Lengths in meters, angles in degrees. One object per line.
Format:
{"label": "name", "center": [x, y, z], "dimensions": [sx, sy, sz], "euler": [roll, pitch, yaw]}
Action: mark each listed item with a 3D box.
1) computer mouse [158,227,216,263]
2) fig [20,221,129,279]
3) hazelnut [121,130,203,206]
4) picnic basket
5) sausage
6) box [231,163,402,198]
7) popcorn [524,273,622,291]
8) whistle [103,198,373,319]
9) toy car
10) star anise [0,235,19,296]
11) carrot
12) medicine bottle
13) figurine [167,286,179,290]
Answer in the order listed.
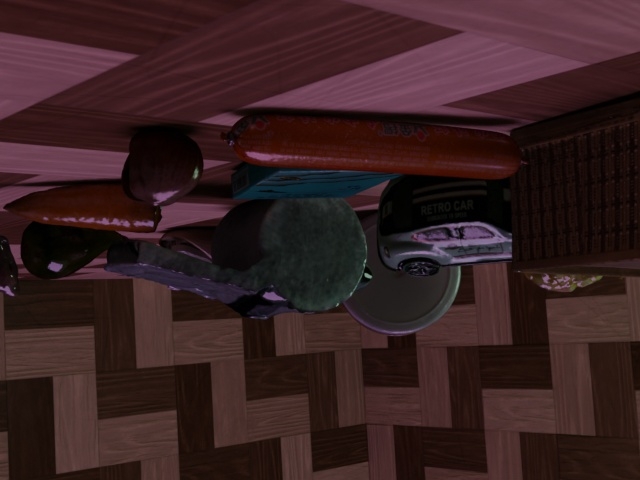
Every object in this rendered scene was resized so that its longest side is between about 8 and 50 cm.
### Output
{"label": "computer mouse", "center": [-0.217, 0.019, 1.957], "dimensions": [0.236, 0.082, 0.145], "euler": [-1, 175, -39]}
{"label": "fig", "center": [-0.396, -0.001, 1.541], "dimensions": [0.177, 0.117, 0.117], "euler": [-21, -173, -38]}
{"label": "hazelnut", "center": [-0.160, -0.072, 0.954], "dimensions": [0.086, 0.086, 0.086], "euler": [-3, 175, 0]}
{"label": "picnic basket", "center": [0.388, -0.051, 1.051], "dimensions": [0.313, 0.175, 0.228], "euler": [4, 173, -28]}
{"label": "sausage", "center": [0.066, -0.094, 0.955], "dimensions": [0.348, 0.053, 0.053], "euler": [1, 174, -25]}
{"label": "box", "center": [-0.005, -0.082, 1.139], "dimensions": [0.161, 0.042, 0.226], "euler": [-3, 176, -19]}
{"label": "popcorn", "center": [0.414, -0.004, 1.587], "dimensions": [0.167, 0.185, 0.187], "euler": [-22, 179, -39]}
{"label": "whistle", "center": [-0.109, 0.040, 1.407], "dimensions": [0.405, 0.188, 0.168], "euler": [-18, -176, -32]}
{"label": "toy car", "center": [0.212, -0.043, 1.278], "dimensions": [0.306, 0.136, 0.125], "euler": [-6, 153, 21]}
{"label": "star anise", "center": [-0.486, -0.015, 1.198], "dimensions": [0.198, 0.110, 0.257], "euler": [22, 173, 31]}
{"label": "carrot", "center": [-0.311, -0.042, 1.253], "dimensions": [0.205, 0.072, 0.072], "euler": [-2, 175, -9]}
{"label": "medicine bottle", "center": [0.146, 0.068, 1.852], "dimensions": [0.238, 0.238, 0.232], "euler": [-4, 175, 3]}
{"label": "figurine", "center": [-0.268, 0.064, 2.253], "dimensions": [0.240, 0.116, 0.175], "euler": [0, 176, 41]}
